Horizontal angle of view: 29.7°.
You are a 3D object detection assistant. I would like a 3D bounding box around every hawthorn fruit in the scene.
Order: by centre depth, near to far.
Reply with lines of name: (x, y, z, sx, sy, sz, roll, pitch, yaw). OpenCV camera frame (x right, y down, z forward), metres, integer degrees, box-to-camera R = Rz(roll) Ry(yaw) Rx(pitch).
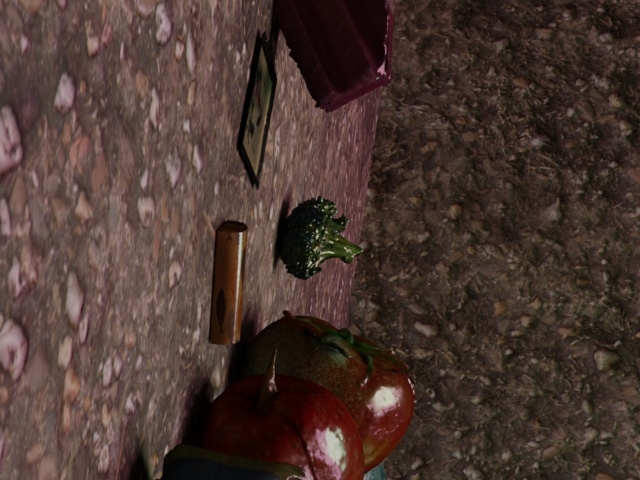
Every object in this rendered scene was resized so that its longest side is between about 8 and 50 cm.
hawthorn fruit: (-0.065, 0.317, 1.716, 0.262, 0.258, 0.258, 62, 34, -57)

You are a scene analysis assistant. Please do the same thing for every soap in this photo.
soap: (0.018, -0.371, 1.925, 0.289, 0.182, 0.112, 64, 8, 3)

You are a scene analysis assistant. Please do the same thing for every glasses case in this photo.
glasses case: (-0.128, 0.061, 1.725, 0.064, 0.041, 0.170, -64, 159, -72)

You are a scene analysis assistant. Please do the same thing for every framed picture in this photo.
framed picture: (-0.095, -0.197, 1.860, 0.195, 0.010, 0.199, 75, 24, -73)

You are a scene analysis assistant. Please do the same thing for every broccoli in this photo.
broccoli: (0.000, 0.000, 2.277, 0.154, 0.160, 0.167, -57, -168, 15)

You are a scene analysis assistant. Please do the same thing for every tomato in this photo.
tomato: (0.002, 0.265, 2.014, 0.303, 0.303, 0.239, -11, 126, -83)

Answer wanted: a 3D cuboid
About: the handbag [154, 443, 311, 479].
handbag: (-0.119, 0.397, 1.396, 0.263, 0.222, 0.241, 92, 13, -53)

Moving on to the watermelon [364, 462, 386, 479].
watermelon: (-0.030, 0.543, 2.112, 0.228, 0.258, 0.387, -4, 116, -48)
